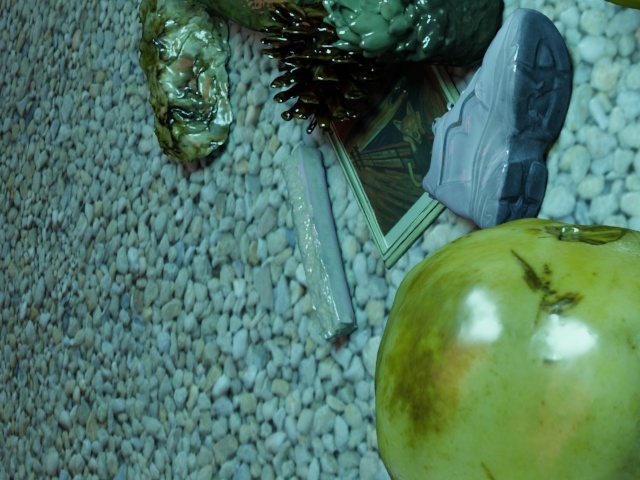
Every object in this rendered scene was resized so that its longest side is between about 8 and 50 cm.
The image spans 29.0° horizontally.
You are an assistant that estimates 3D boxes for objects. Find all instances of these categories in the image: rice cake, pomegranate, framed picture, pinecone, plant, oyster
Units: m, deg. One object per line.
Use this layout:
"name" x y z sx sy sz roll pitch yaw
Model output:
"rice cake" -0.001 0.000 1.593 0.049 0.055 0.270 -29 61 34
"pomegranate" 0.209 0.137 1.118 0.332 0.332 0.332 -12 74 51
"framed picture" 0.091 -0.134 1.528 0.216 0.016 0.273 -51 48 35
"pinecone" 0.004 -0.212 1.521 0.163 0.163 0.165 21 115 52
"plant" 0.104 -0.262 1.389 0.132 0.194 0.129 8 94 53
"oyster" -0.237 -0.293 1.911 0.204 0.111 0.396 -27 67 50

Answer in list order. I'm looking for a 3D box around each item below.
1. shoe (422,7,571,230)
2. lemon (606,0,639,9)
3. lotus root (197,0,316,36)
"shoe" 0.183 -0.132 1.339 0.138 0.095 0.245 21 107 43
"lemon" 0.310 -0.352 1.036 0.348 0.348 0.348 -12 74 51
"lotus root" -0.088 -0.407 1.675 0.314 0.210 0.142 37 138 35
